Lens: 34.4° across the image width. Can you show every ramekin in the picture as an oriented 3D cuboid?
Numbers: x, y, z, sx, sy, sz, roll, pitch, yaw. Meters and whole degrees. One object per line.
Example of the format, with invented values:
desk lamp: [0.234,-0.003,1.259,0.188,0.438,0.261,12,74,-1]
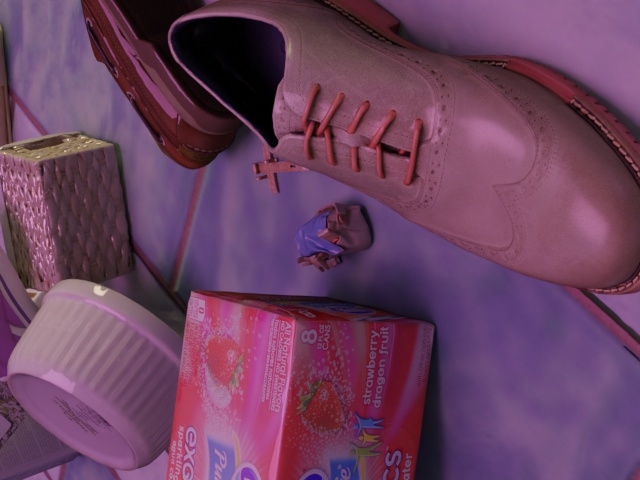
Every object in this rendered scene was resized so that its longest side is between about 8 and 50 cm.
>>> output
ramekin: [-0.229,0.149,1.085,0.207,0.109,0.207,24,146,17]

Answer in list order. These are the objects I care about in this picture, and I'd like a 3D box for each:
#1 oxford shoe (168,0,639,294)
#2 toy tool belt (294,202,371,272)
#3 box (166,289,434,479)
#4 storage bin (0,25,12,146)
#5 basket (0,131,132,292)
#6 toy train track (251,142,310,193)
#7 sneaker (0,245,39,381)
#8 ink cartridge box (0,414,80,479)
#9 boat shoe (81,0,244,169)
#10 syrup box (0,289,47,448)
oxford shoe: [0.047,-0.067,0.703,0.397,0.146,0.141,32,124,39]
toy tool belt: [0.000,0.000,0.865,0.083,0.051,0.052,-32,78,52]
box: [-0.027,0.197,0.828,0.142,0.154,0.300,10,92,50]
storage bin: [-0.540,-0.171,1.362,0.260,0.123,0.262,14,116,25]
basket: [-0.286,-0.030,1.162,0.103,0.113,0.167,12,113,44]
toy train track: [-0.038,-0.065,0.919,0.083,0.014,0.048,1,104,50]
sneaker: [-0.382,0.127,1.149,0.102,0.161,0.282,2,130,43]
ink cartridge box: [-0.451,0.234,1.365,0.066,0.232,0.189,-47,67,46]
boat shoe: [-0.177,-0.204,0.958,0.104,0.110,0.307,-46,68,48]
syrup box: [-0.403,0.172,1.271,0.096,0.237,0.093,-1,135,48]
